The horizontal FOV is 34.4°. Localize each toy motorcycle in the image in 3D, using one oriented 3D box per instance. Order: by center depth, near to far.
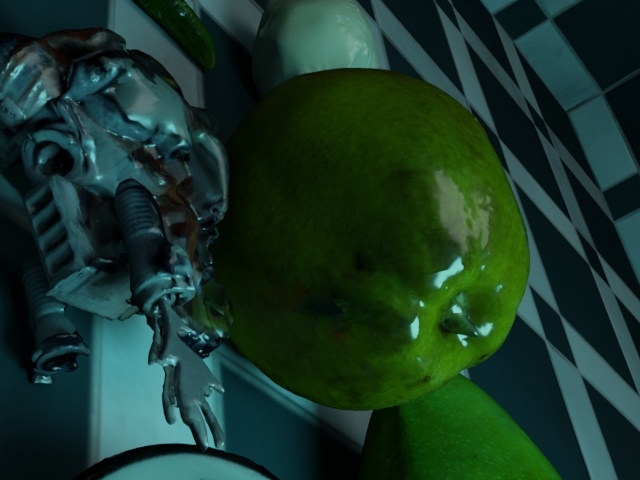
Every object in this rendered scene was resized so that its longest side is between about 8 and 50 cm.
[{"bbox_3d":[-0.136,-0.015,0.683,0.207,0.134,0.400,33,32,-47],"label":"toy motorcycle"}]

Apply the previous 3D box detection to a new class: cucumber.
[{"bbox_3d":[-0.157,-0.238,1.045,0.168,0.039,0.039,45,26,-36],"label":"cucumber"}]

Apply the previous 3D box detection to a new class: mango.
[{"bbox_3d":[0.128,0.260,0.808,0.225,0.201,0.381,25,37,-44],"label":"mango"}]

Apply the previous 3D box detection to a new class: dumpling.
[{"bbox_3d":[-0.004,-0.187,1.194,0.193,0.147,0.258,82,-12,-55],"label":"dumpling"}]

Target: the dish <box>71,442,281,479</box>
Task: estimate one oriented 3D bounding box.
[{"bbox_3d":[-0.066,0.264,0.518,0.316,0.106,0.316,42,30,-31],"label":"dish"}]

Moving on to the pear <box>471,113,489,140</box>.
[{"bbox_3d":[0.149,-0.093,1.374,0.178,0.178,0.178,46,25,-30],"label":"pear"}]

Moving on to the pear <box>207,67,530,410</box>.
[{"bbox_3d":[0.030,-0.006,0.847,0.269,0.269,0.321,39,6,-41],"label":"pear"}]
